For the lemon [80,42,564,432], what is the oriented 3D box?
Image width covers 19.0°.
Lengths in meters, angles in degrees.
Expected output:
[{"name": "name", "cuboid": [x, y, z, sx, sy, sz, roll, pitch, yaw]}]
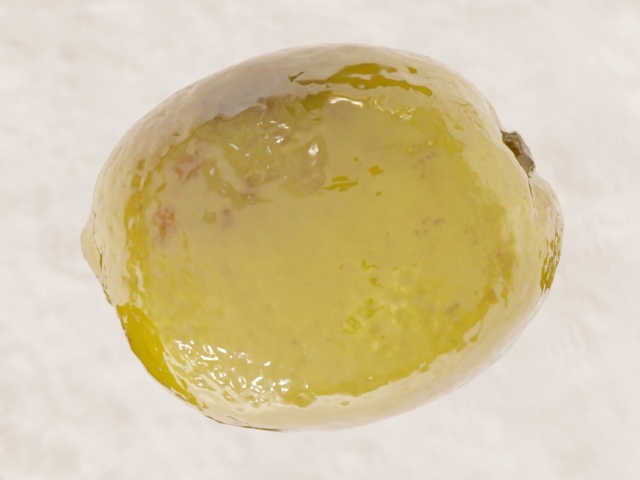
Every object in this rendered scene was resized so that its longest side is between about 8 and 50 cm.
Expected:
[{"name": "lemon", "cuboid": [0.000, 0.000, 0.834, 0.207, 0.170, 0.170, -16, 95, 11]}]
